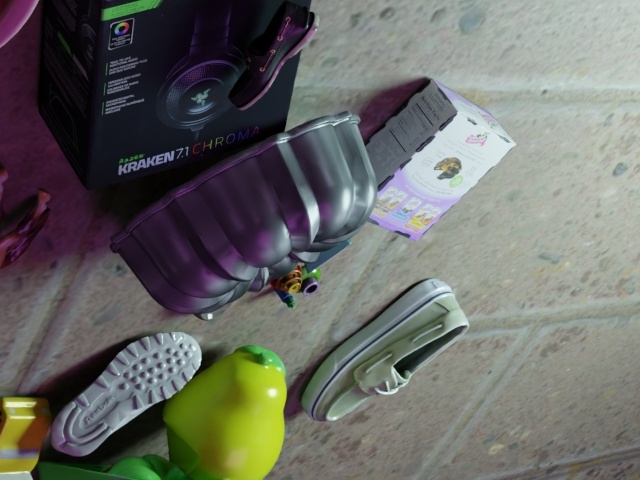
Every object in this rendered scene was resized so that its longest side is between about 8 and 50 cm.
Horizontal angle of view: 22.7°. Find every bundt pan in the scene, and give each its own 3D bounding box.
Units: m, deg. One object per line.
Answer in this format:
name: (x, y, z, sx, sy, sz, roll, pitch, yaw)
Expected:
bundt pan: (-0.072, -0.018, 1.854, 0.331, 0.124, 0.331, -29, 175, -3)

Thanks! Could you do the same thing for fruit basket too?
fruit basket: (-0.185, 0.321, 2.275, 0.392, 0.283, 0.392, -5, 96, -52)

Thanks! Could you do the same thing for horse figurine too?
horse figurine: (-0.406, -0.011, 1.732, 0.263, 0.066, 0.174, 13, 118, -47)

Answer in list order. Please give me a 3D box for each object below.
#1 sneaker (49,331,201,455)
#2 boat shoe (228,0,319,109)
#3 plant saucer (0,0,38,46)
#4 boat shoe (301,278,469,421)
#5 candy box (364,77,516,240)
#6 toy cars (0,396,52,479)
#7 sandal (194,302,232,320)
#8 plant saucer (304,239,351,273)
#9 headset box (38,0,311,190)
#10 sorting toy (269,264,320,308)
sneaker: (-0.266, 0.202, 2.147, 0.235, 0.090, 0.095, -34, 178, -16)
boat shoe: (-0.055, -0.186, 1.595, 0.042, 0.049, 0.133, 25, 125, -26)
plant saucer: (-0.361, -0.284, 1.250, 0.332, 0.084, 0.332, 7, 133, 8)
boat shoe: (0.095, 0.185, 2.433, 0.302, 0.094, 0.109, -45, 147, 16)
candy box: (0.136, -0.103, 2.104, 0.196, 0.070, 0.165, -44, 147, 17)
toy cars: (-0.512, 0.344, 2.090, 0.394, 0.087, 0.176, -29, 148, -9)
sandal: (-0.096, 0.036, 2.086, 0.090, 0.060, 0.219, 7, 130, -48)
plant saucer: (0.000, 0.000, 2.058, 0.067, 0.018, 0.192, -35, -170, 2)
headset box: (-0.147, -0.220, 1.626, 0.246, 0.131, 0.283, -18, 144, -27)
sorting toy: (-0.032, 0.064, 2.201, 0.061, 0.042, 0.102, -46, 147, 18)
